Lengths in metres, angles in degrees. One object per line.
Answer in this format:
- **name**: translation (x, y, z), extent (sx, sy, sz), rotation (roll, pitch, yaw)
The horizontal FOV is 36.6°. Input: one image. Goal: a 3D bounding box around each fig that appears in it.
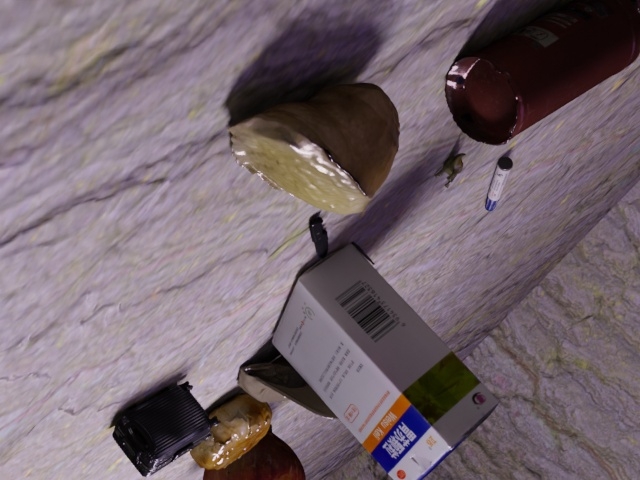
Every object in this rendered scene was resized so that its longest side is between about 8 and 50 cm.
- **fig**: translation (-0.121, 0.433, 1.794), extent (0.205, 0.205, 0.205), rotation (-37, 164, -13)

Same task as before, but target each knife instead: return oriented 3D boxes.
- **knife**: translation (0.000, 0.000, 1.215), extent (0.023, 0.010, 0.170), rotation (-33, 165, -6)

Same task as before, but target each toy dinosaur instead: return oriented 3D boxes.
- **toy dinosaur**: translation (0.181, -0.100, 1.336), extent (0.041, 0.026, 0.113), rotation (-47, 173, -2)

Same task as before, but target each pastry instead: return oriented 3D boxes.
- **pastry**: translation (-0.146, 0.309, 1.575), extent (0.153, 0.081, 0.153), rotation (-33, 152, -20)

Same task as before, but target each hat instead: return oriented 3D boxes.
- **hat**: translation (-0.019, 0.228, 1.493), extent (0.166, 0.173, 0.144), rotation (-28, 156, -30)

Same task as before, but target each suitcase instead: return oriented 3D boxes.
- **suitcase**: translation (-0.202, 0.246, 1.259), extent (0.126, 0.086, 0.059), rotation (-26, 157, -44)

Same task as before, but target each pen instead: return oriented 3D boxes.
- **pen**: translation (0.300, -0.092, 1.640), extent (0.025, 0.025, 0.204), rotation (-38, 165, -9)

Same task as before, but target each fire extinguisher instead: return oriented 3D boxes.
- **fire extinguisher**: translation (0.292, -0.240, 1.118), extent (0.337, 0.106, 0.147), rotation (-33, 137, -31)

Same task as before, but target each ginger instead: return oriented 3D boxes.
- **ginger**: translation (0.003, -0.097, 0.843), extent (0.122, 0.115, 0.193), rotation (-63, 156, -3)

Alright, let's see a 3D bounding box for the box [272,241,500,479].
- **box**: translation (0.078, 0.178, 1.338), extent (0.106, 0.299, 0.200), rotation (-33, 163, -29)
